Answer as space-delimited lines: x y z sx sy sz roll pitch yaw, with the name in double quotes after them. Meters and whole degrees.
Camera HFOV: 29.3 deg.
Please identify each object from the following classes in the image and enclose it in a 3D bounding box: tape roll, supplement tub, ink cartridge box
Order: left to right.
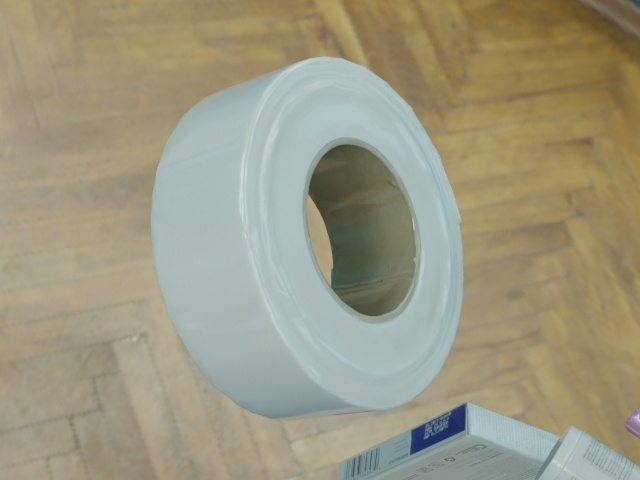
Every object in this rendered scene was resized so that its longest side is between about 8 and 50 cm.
0.000 0.000 0.987 0.286 0.100 0.286 19 64 -47 "tape roll"
0.171 0.258 1.323 0.224 0.223 0.045 25 52 -27 "ink cartridge box"
0.263 0.230 1.145 0.107 0.071 0.071 33 53 10 "supplement tub"

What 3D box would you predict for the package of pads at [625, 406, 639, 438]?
0.291 0.152 0.974 0.083 0.032 0.050 35 71 31 "package of pads"
